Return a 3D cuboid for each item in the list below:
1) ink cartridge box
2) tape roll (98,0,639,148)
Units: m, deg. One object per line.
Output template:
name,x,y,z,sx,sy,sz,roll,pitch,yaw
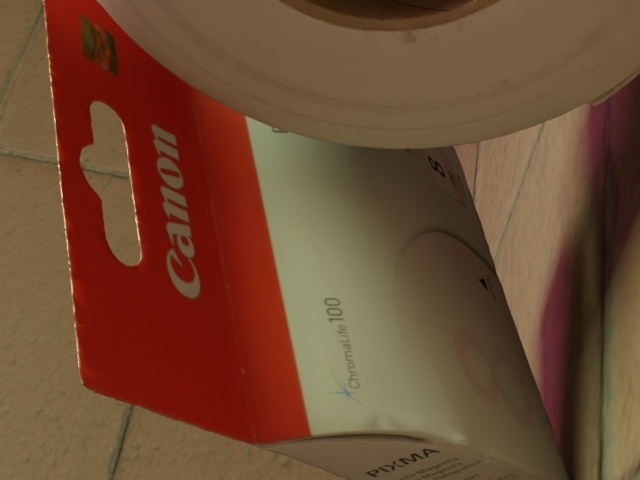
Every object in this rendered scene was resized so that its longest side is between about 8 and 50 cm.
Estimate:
ink cartridge box,0.000,0.000,0.499,0.232,0.066,0.189,35,-147,-49
tape roll,0.031,-0.178,0.466,0.169,0.246,0.246,-78,-1,-48
